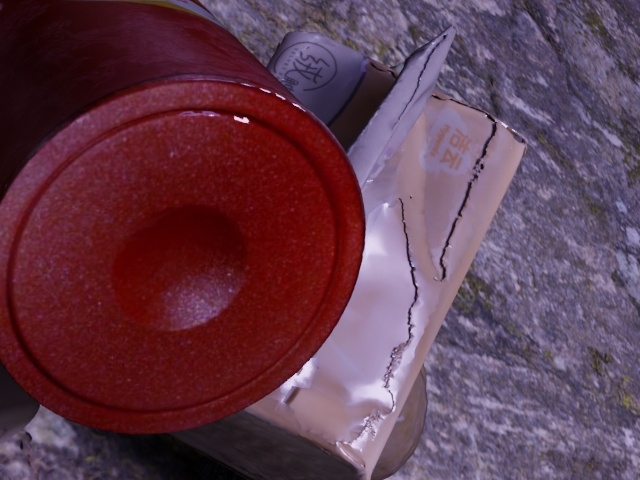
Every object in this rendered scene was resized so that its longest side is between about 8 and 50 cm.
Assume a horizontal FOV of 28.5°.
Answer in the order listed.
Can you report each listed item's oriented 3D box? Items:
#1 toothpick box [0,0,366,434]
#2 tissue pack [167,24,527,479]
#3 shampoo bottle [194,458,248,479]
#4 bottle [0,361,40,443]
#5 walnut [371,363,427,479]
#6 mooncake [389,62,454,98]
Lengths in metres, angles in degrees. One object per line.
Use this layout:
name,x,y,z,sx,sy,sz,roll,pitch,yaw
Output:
toothpick box,-0.129,-0.061,0.756,0.204,0.204,0.333,37,7,-34
tissue pack,0.000,0.000,0.895,0.238,0.238,0.306,46,57,-26
shampoo bottle,-0.011,0.228,0.994,0.214,0.072,0.072,36,45,-35
bottle,-0.271,0.023,0.719,0.147,0.147,0.237,-15,75,-54
walnut,0.019,0.122,1.035,0.140,0.140,0.162,33,36,-38
mooncake,0.096,-0.102,1.311,0.130,0.073,0.125,23,57,-42
